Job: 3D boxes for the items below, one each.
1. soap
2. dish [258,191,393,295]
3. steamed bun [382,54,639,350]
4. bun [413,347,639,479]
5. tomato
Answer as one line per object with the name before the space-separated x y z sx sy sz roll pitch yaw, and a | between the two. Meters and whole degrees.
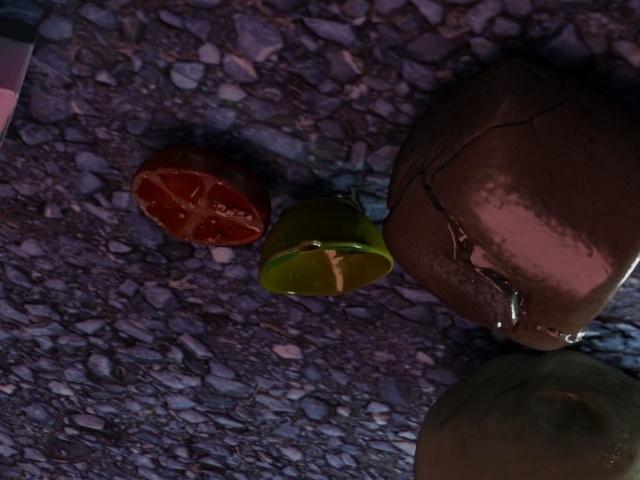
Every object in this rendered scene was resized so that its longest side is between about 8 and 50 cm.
soap | -0.360 -0.134 1.473 0.109 0.193 0.324 19 173 -12
dish | 0.000 0.000 1.609 0.149 0.080 0.207 -10 161 5
steamed bun | 0.186 -0.014 1.414 0.251 0.199 0.301 25 148 -7
bun | 0.291 0.260 1.766 0.362 0.234 0.326 -3 151 2
tomato | -0.126 -0.059 1.610 0.156 0.069 0.155 12 150 7
